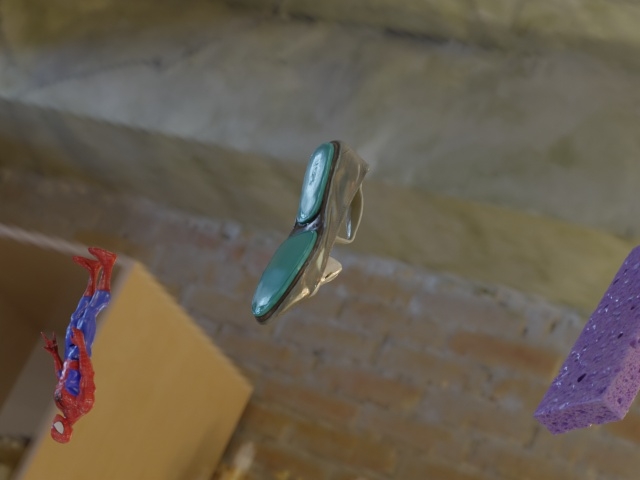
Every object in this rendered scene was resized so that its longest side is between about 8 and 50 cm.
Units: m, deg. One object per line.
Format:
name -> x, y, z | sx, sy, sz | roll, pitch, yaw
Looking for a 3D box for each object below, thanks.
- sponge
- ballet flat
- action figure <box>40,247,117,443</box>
sponge -> 0.277, 0.079, 1.481 | 0.031, 0.210, 0.117 | 39, -26, -9
ballet flat -> 0.000, 0.000, 1.585 | 0.068, 0.213, 0.072 | 35, -30, -26
action figure -> -0.143, 0.063, 0.962 | 0.030, 0.115, 0.038 | 17, -23, -34
